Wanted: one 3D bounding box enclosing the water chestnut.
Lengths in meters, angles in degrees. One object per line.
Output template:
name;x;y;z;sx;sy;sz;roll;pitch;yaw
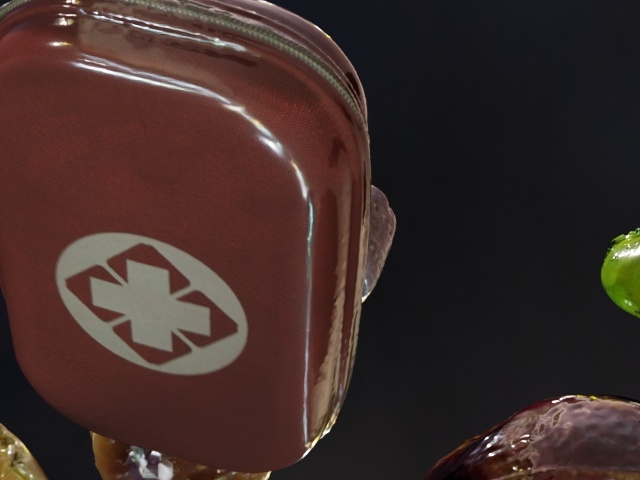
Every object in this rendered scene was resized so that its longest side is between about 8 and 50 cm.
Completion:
water chestnut;0.165;0.216;0.999;0.238;0.223;0.224;-95;-20;-50

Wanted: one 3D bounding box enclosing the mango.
mango;0.345;0.029;1.441;0.119;0.178;0.100;-48;-63;-34

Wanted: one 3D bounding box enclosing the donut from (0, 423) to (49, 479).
donut;-0.378;0.364;1.692;0.160;0.330;0.330;-22;-80;-30

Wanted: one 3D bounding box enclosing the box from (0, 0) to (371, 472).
box;-0.097;0.004;1.015;0.404;0.263;0.108;93;-166;-46

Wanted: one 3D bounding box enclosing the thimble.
thimble;0.001;-0.002;1.576;0.150;0.150;0.098;60;-138;-36

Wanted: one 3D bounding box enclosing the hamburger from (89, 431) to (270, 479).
hamburger;-0.160;0.219;1.845;0.146;0.243;0.286;-112;17;-63
